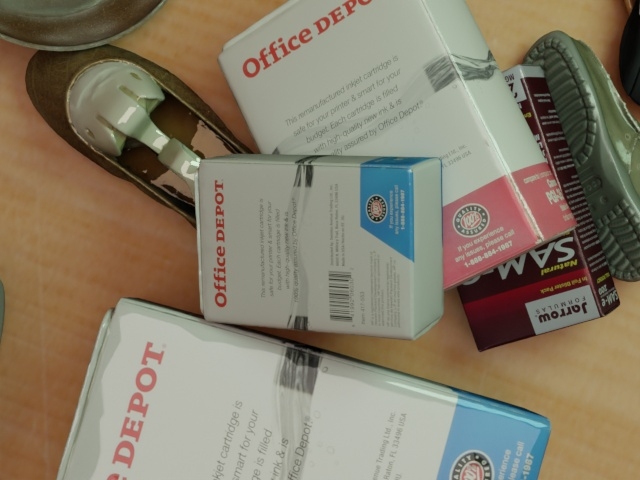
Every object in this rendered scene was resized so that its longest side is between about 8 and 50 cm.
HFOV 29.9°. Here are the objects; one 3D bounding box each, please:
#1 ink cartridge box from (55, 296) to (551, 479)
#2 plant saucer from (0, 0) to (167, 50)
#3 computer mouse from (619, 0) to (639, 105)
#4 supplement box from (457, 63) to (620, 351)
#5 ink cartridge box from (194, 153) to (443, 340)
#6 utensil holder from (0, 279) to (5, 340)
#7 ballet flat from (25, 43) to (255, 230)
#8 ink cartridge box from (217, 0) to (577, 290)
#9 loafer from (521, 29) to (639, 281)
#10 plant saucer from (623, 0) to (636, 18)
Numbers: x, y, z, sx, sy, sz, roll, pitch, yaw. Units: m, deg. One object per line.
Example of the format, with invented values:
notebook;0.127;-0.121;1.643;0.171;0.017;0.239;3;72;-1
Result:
ink cartridge box;-0.030;0.237;1.084;0.395;0.166;0.285;17;87;-1
plant saucer;-0.250;-0.329;1.092;0.310;0.050;0.311;-6;99;-36
computer mouse;0.314;-0.261;1.125;0.184;0.060;0.262;18;87;-1
supplement box;0.176;-0.030;1.121;0.130;0.073;0.239;-20;88;27
ink cartridge box;0.000;0.000;0.992;0.190;0.082;0.140;4;102;25
utensil holder;-0.502;0.117;1.003;0.385;0.327;0.328;18;88;-3
ballet flat;-0.137;-0.080;1.113;0.342;0.124;0.116;40;91;1
ink cartridge box;0.066;-0.090;1.060;0.207;0.117;0.283;-28;84;29
loafer;0.270;-0.084;1.152;0.087;0.094;0.251;-17;83;-40
plant saucer;0.390;-0.256;1.175;0.200;0.037;0.200;0;88;0
